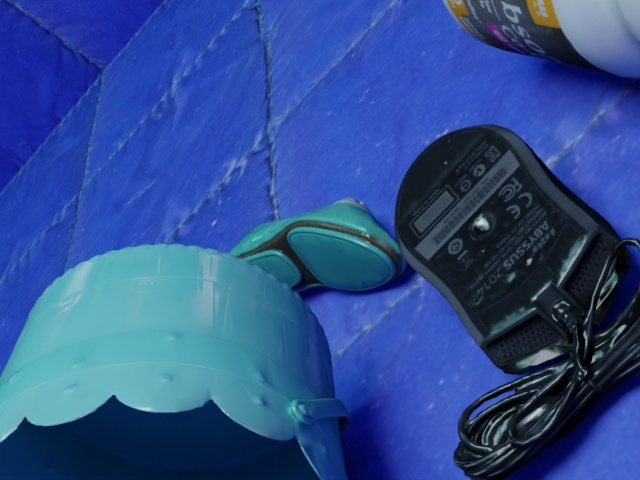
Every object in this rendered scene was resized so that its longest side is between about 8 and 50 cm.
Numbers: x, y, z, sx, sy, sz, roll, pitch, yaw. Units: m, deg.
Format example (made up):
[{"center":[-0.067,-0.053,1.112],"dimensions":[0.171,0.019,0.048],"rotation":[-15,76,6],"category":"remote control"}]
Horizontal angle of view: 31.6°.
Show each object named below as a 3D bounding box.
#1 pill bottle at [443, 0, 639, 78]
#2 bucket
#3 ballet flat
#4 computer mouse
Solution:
[{"center":[0.205,-0.204,0.809],"dimensions":[0.162,0.162,0.278],"rotation":[-54,24,1],"category":"pill bottle"},{"center":[-0.109,0.150,0.797],"dimensions":[0.281,0.281,0.183],"rotation":[-41,26,28],"category":"bucket"},{"center":[0.000,0.000,1.019],"dimensions":[0.247,0.083,0.087],"rotation":[-14,32,52],"category":"ballet flat"},{"center":[0.135,0.025,0.763],"dimensions":[0.188,0.072,0.272],"rotation":[-45,38,16],"category":"computer mouse"}]
